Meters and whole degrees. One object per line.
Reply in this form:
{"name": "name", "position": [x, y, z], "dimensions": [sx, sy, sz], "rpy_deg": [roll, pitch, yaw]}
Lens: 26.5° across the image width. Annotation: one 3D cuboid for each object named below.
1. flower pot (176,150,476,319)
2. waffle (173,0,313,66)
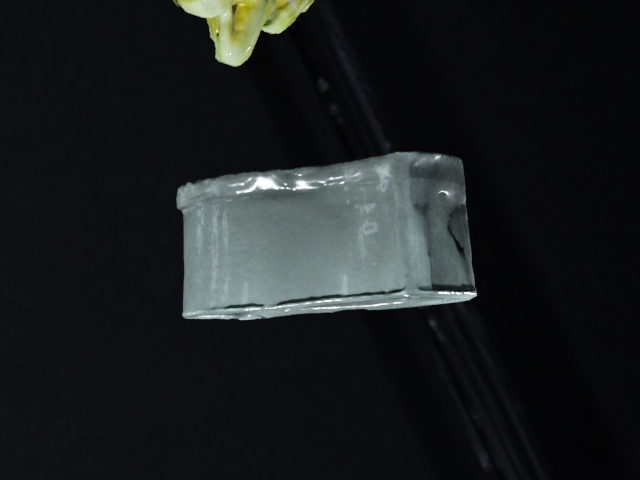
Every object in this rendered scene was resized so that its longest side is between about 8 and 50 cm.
{"name": "flower pot", "position": [0.000, 0.000, 1.017], "dimensions": [0.103, 0.229, 0.108], "rpy_deg": [7, -103, -62]}
{"name": "waffle", "position": [-0.032, -0.216, 0.698], "dimensions": [0.204, 0.054, 0.223], "rpy_deg": [-47, -46, -46]}
